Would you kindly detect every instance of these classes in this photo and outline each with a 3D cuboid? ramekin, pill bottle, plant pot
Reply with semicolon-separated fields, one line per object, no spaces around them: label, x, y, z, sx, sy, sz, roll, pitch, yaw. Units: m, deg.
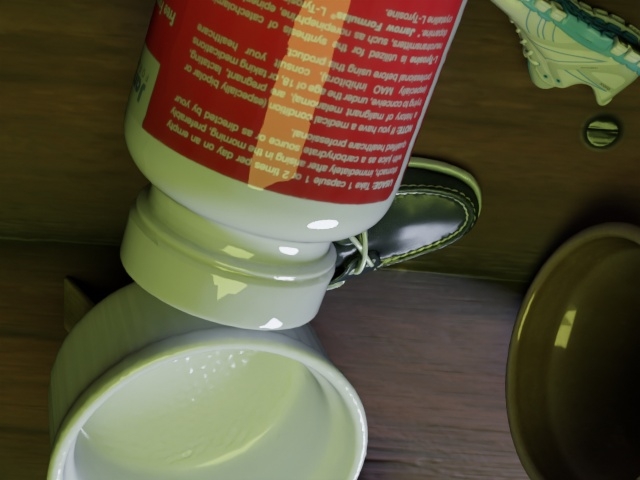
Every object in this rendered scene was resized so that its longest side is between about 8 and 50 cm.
ramekin;-0.108;0.156;1.313;0.277;0.135;0.277;-9;127;-12
pill bottle;-0.020;-0.147;1.162;0.229;0.229;0.407;16;111;-10
plant pot;0.334;0.128;1.374;0.229;0.263;0.263;10;122;-29

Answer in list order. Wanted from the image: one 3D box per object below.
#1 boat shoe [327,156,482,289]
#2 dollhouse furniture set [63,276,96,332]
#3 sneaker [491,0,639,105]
boat shoe;0.000;0.000;1.357;0.303;0.091;0.114;-11;120;6
dollhouse furniture set;-0.156;0.109;1.457;0.151;0.123;0.144;-16;128;-32
sneaker;0.193;-0.173;1.273;0.191;0.071;0.083;29;122;-17
